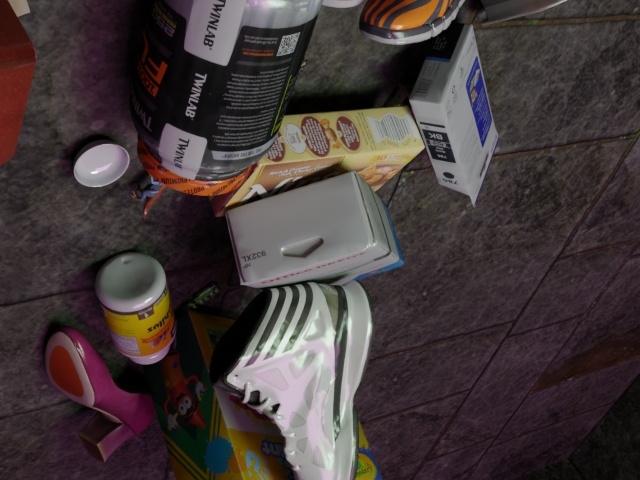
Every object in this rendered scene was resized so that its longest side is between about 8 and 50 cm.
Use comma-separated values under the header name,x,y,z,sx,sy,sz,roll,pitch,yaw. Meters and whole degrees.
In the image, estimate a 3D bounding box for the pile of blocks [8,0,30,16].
name,x,y,z,sx,sy,sz,roll,pitch,yaw
pile of blocks,-0.308,-0.388,0.891,0.112,0.149,0.362,-25,146,-14

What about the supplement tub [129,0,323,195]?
name,x,y,z,sx,sy,sz,roll,pitch,yaw
supplement tub,-0.130,-0.234,1.192,0.207,0.207,0.338,-10,140,-32

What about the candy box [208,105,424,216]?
name,x,y,z,sx,sy,sz,roll,pitch,yaw
candy box,-0.012,-0.130,1.492,0.316,0.088,0.183,-9,161,-32

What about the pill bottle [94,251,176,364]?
name,x,y,z,sx,sy,sz,roll,pitch,yaw
pill bottle,-0.313,0.125,1.587,0.117,0.117,0.215,-22,146,-16

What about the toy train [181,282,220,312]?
name,x,y,z,sx,sy,sz,roll,pitch,yaw
toy train,-0.226,0.107,1.732,0.083,0.017,0.024,-37,137,6

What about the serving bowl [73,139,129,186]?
name,x,y,z,sx,sy,sz,roll,pitch,yaw
serving bowl,-0.323,-0.117,1.344,0.083,0.027,0.083,-22,145,-16

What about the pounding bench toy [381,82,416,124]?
name,x,y,z,sx,sy,sz,roll,pitch,yaw
pounding bench toy,0.159,-0.226,1.591,0.083,0.052,0.065,2,134,-42

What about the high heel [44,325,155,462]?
name,x,y,z,sx,sy,sz,roll,pitch,yaw
high heel,-0.399,0.247,1.727,0.181,0.127,0.377,-47,154,-35

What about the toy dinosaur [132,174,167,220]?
name,x,y,z,sx,sy,sz,roll,pitch,yaw
toy dinosaur,-0.247,-0.086,1.418,0.082,0.047,0.090,-11,118,14

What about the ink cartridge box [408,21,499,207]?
name,x,y,z,sx,sy,sz,roll,pitch,yaw
ink cartridge box,0.238,-0.208,1.595,0.165,0.065,0.333,-68,153,-22

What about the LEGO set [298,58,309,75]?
name,x,y,z,sx,sy,sz,roll,pitch,yaw
LEGO set,-0.054,-0.268,1.388,0.054,0.023,0.083,-40,160,15

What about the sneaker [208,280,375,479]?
name,x,y,z,sx,sy,sz,roll,pitch,yaw
sneaker,-0.070,0.279,1.546,0.257,0.169,0.448,3,102,-19

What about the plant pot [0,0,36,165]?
name,x,y,z,sx,sy,sz,roll,pitch,yaw
plant pot,-0.445,-0.178,0.934,0.235,0.267,0.267,-20,158,-36

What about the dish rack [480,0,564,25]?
name,x,y,z,sx,sy,sz,roll,pitch,yaw
dish rack,0.411,-0.436,1.397,0.332,0.285,0.072,-29,104,-8

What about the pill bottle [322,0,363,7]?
name,x,y,z,sx,sy,sz,roll,pitch,yaw
pill bottle,0.032,-0.410,1.189,0.108,0.108,0.194,-15,143,-26

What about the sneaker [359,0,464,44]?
name,x,y,z,sx,sy,sz,roll,pitch,yaw
sneaker,0.161,-0.410,1.273,0.321,0.124,0.180,-44,147,-31

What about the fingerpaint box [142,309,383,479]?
name,x,y,z,sx,sy,sz,roll,pitch,yaw
fingerpaint box,-0.110,0.364,1.828,0.163,0.371,0.444,-37,149,24

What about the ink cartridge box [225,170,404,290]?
name,x,y,z,sx,sy,sz,roll,pitch,yaw
ink cartridge box,0.000,0.000,1.548,0.223,0.129,0.307,-17,169,10
